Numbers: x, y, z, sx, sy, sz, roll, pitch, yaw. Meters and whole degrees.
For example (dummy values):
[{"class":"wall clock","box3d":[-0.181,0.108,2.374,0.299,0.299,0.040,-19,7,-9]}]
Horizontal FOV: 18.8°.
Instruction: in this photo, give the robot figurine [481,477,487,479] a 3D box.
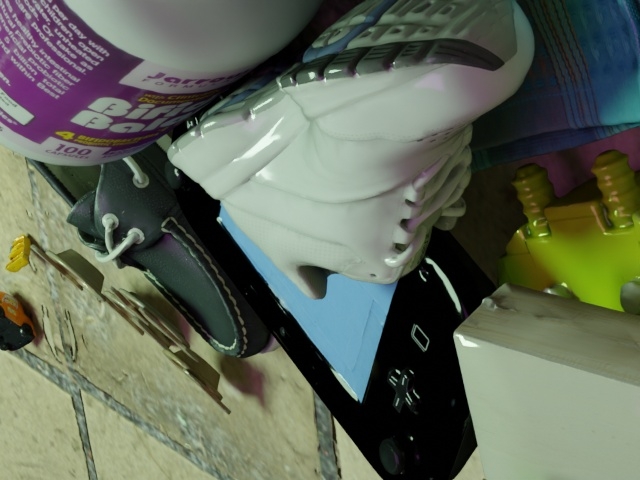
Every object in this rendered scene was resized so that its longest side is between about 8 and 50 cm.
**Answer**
[{"class":"robot figurine","box3d":[0.180,0.242,0.927,0.291,0.085,0.211,28,141,27]}]

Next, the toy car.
[{"class":"toy car","box3d":[-0.248,0.041,1.601,0.122,0.060,0.040,-49,29,39]}]

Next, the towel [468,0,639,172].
[{"class":"towel","box3d":[0.045,-0.207,0.925,0.370,0.040,0.271,63,163,-5]}]

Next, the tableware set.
[{"class":"tableware set","box3d":[-0.130,0.060,1.386,0.169,0.020,0.141,32,168,43]}]

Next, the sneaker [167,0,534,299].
[{"class":"sneaker","box3d":[0.032,-0.049,0.958,0.129,0.111,0.297,54,157,-5]}]

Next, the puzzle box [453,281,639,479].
[{"class":"puzzle box","box3d":[0.258,0.180,0.904,0.409,0.052,0.272,16,134,37]}]

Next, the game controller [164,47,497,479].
[{"class":"game controller","box3d":[0.000,0.000,1.138,0.319,0.067,0.166,50,150,36]}]

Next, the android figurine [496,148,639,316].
[{"class":"android figurine","box3d":[0.180,0.078,1.009,0.248,0.056,0.273,-4,113,55]}]

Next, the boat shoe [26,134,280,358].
[{"class":"boat shoe","box3d":[-0.139,-0.035,1.321,0.302,0.091,0.114,52,147,13]}]

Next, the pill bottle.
[{"class":"pill bottle","box3d":[-0.091,-0.153,1.027,0.169,0.169,0.301,61,152,-1]}]
